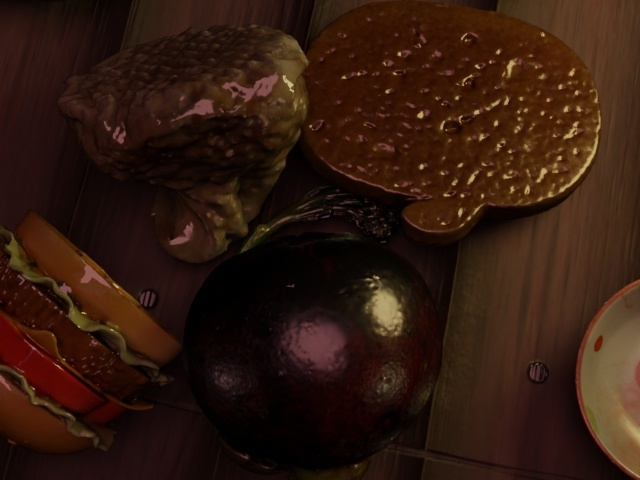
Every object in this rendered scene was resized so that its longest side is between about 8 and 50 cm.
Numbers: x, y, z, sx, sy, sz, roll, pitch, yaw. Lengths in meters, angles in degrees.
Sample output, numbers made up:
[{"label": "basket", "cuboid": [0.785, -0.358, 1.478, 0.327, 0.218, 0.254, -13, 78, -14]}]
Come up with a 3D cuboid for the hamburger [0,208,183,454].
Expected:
[{"label": "hamburger", "cuboid": [-0.311, 0.118, 1.125, 0.274, 0.274, 0.212, 41, 81, 10]}]

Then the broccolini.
[{"label": "broccolini", "cuboid": [-0.008, 0.004, 1.256, 0.271, 0.062, 0.123, -37, 64, -12]}]

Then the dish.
[{"label": "dish", "cuboid": [0.425, 0.173, 1.192, 0.260, 0.085, 0.260, 0, 77, 0]}]

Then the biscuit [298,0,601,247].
[{"label": "biscuit", "cuboid": [0.158, -0.148, 1.268, 0.394, 0.070, 0.350, 14, 67, 0]}]

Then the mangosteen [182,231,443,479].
[{"label": "mangosteen", "cuboid": [-0.006, 0.134, 1.100, 0.300, 0.300, 0.300, 0, 75, 1]}]

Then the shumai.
[{"label": "shumai", "cuboid": [-0.126, -0.099, 1.178, 0.314, 0.262, 0.267, 0, 34, 35]}]
